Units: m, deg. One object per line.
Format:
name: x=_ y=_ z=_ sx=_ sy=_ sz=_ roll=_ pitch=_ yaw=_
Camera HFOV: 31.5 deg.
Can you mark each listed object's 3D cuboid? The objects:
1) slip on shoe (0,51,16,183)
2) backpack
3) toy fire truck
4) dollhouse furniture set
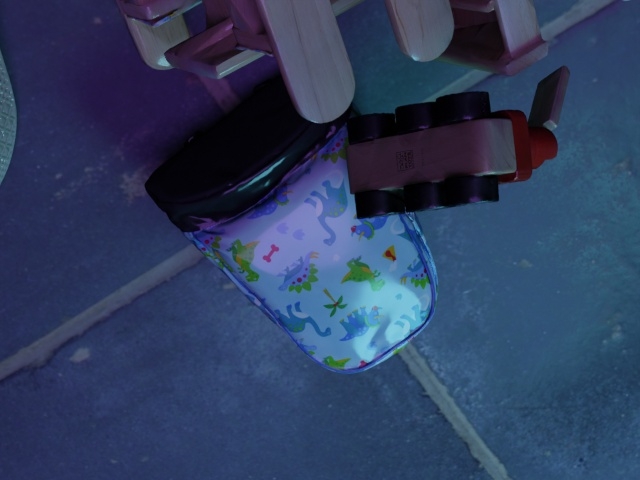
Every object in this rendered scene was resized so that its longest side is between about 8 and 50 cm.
slip on shoe: x=-0.451 y=-0.187 z=1.386 sx=0.101 sy=0.123 sz=0.331 roll=15 pitch=128 yaw=22
backpack: x=0.000 y=0.000 z=1.466 sx=0.290 sy=0.273 sz=0.355 roll=-35 pitch=130 yaw=-3
toy fire truck: x=0.178 y=-0.117 z=1.309 sx=0.246 sy=0.217 sz=0.158 roll=-5 pitch=88 yaw=-41
dollhouse furniture set: x=0.030 y=-0.249 z=1.262 sx=0.394 sy=0.362 sz=0.256 roll=-32 pitch=120 yaw=-22
